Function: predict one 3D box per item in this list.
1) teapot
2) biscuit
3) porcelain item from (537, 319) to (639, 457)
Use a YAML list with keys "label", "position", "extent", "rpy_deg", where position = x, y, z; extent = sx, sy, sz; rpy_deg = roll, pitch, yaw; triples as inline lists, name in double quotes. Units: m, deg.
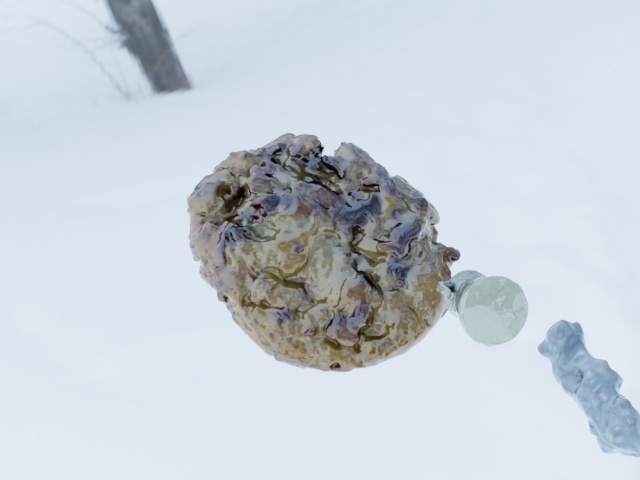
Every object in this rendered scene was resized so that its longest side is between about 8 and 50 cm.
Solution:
- label: "teapot"
  position: [0.127, 0.050, 1.018]
  extent: [0.067, 0.057, 0.083]
  rpy_deg: [20, 3, -11]
- label: "biscuit"
  position: [0.003, -0.002, 1.436]
  extent: [0.289, 0.081, 0.334]
  rpy_deg: [-34, 64, -26]
- label: "porcelain item"
  position: [0.147, 0.081, 0.659]
  extent: [0.028, 0.036, 0.083]
  rpy_deg: [-23, 57, -10]
